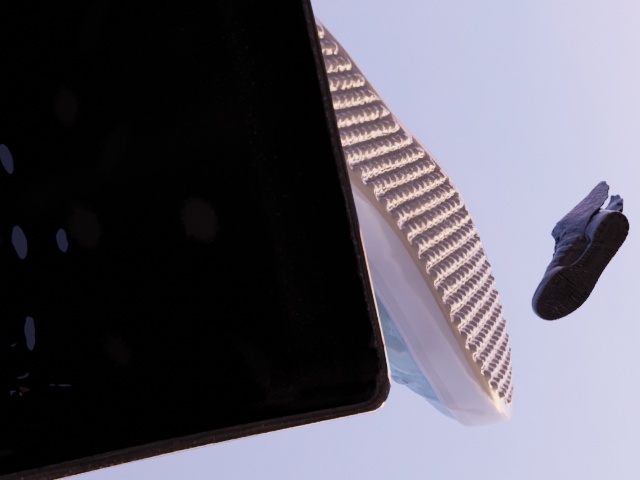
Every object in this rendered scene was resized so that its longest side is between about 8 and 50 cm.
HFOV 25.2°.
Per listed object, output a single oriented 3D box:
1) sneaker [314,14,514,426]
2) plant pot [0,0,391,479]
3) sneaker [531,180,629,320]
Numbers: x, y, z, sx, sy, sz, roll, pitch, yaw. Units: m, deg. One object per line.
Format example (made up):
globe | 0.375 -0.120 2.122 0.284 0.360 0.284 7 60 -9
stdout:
sneaker | 0.000 0.000 0.910 0.366 0.150 0.135 53 -149 -34
plant pot | -0.115 -0.019 0.425 0.187 0.167 0.188 -4 -99 -52
sneaker | 0.275 0.011 1.545 0.051 0.089 0.170 41 -94 -19
